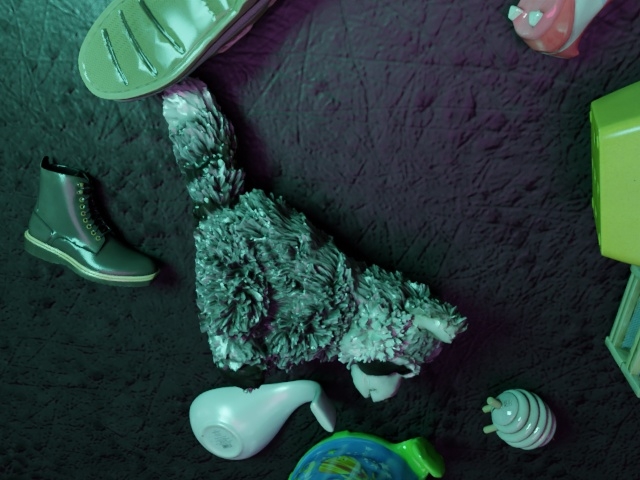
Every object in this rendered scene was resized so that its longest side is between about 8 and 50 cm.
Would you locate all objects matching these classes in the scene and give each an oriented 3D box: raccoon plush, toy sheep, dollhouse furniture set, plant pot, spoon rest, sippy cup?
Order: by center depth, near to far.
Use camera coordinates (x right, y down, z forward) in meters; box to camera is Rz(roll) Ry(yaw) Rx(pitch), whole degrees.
[{"bbox_3d":[0.397,-0.077,0.628,0.187,0.212,0.212,-3,114,23],"label":"plant pot"},{"bbox_3d":[0.000,0.000,0.715,0.298,0.216,0.447,-13,111,4],"label":"raccoon plush"},{"bbox_3d":[0.490,0.123,0.734,0.183,0.129,0.130,8,114,4],"label":"dollhouse furniture set"},{"bbox_3d":[0.034,0.410,0.824,0.239,0.224,0.306,11,86,15],"label":"sippy cup"},{"bbox_3d":[0.288,0.258,0.845,0.132,0.091,0.091,27,116,-25],"label":"toy sheep"},{"bbox_3d":[-0.092,0.277,0.918,0.276,0.084,0.137,-21,109,30],"label":"spoon rest"}]

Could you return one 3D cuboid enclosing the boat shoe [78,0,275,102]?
[{"bbox_3d":[-0.136,-0.253,0.661,0.302,0.103,0.113,-28,93,19],"label":"boat shoe"}]

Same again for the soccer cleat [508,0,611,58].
[{"bbox_3d":[0.294,-0.314,0.607,0.095,0.083,0.248,16,113,-32],"label":"soccer cleat"}]

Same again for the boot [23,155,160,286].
[{"bbox_3d":[-0.312,-0.023,0.810,0.197,0.077,0.137,17,110,-1],"label":"boot"}]
